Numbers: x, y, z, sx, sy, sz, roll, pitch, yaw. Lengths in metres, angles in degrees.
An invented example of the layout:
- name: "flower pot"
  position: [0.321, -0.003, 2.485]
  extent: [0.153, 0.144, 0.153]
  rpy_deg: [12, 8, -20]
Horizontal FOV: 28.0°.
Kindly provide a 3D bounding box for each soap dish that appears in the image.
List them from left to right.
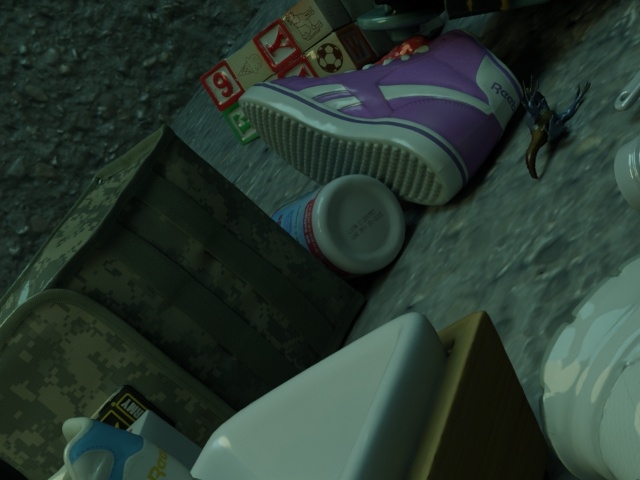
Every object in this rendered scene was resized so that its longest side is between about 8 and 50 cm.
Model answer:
- name: "soap dish"
  position: [-0.010, 0.193, 0.635]
  extent: [0.229, 0.118, 0.291]
  rpy_deg: [-36, 21, 43]

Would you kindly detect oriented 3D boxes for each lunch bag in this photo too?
- name: "lunch bag"
  position: [-0.138, 0.095, 1.014]
  extent: [0.169, 0.235, 0.287]
  rpy_deg: [-24, 29, 53]

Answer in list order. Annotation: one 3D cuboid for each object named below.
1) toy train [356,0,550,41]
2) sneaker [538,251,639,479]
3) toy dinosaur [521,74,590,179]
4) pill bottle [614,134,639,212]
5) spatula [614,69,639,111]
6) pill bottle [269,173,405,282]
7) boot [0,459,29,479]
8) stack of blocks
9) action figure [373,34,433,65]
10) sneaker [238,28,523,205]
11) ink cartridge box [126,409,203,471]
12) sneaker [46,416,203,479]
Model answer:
- name: "toy train"
  position: [0.128, -0.270, 1.190]
  extent: [0.190, 0.142, 0.334]
  rpy_deg: [-7, 14, 9]
- name: "sneaker"
  position: [0.222, 0.001, 0.512]
  extent: [0.297, 0.111, 0.129]
  rpy_deg: [-54, 30, 2]
- name: "toy dinosaur"
  position: [0.165, -0.093, 0.984]
  extent: [0.090, 0.047, 0.082]
  rpy_deg: [-60, -4, 1]
- name: "pill bottle"
  position: [0.215, -0.052, 0.684]
  extent: [0.116, 0.065, 0.065]
  rpy_deg: [-32, 23, 52]
- name: "spatula"
  position: [0.297, -0.170, 0.835]
  extent: [0.242, 0.019, 0.168]
  rpy_deg: [-52, 20, -4]
- name: "pill bottle"
  position: [0.000, 0.000, 1.137]
  extent: [0.087, 0.087, 0.160]
  rpy_deg: [-57, 16, -26]
- name: "boot"
  position: [-0.224, 0.273, 0.779]
  extent: [0.091, 0.263, 0.229]
  rpy_deg: [5, -62, -59]
- name: "stack of blocks"
  position: [0.025, -0.219, 1.409]
  extent: [0.171, 0.087, 0.297]
  rpy_deg: [-31, 3, 36]
- name: "action figure"
  position: [0.048, -0.114, 1.276]
  extent: [0.139, 0.091, 0.280]
  rpy_deg: [-52, 12, -33]
- name: "sneaker"
  position: [0.060, -0.125, 1.157]
  extent: [0.282, 0.102, 0.161]
  rpy_deg: [20, 62, 43]
- name: "ink cartridge box"
  position: [-0.135, 0.233, 0.882]
  extent: [0.176, 0.127, 0.128]
  rpy_deg: [-43, 16, 22]
- name: "sneaker"
  position: [-0.153, 0.190, 0.644]
  extent: [0.228, 0.092, 0.087]
  rpy_deg: [-51, 16, 0]
